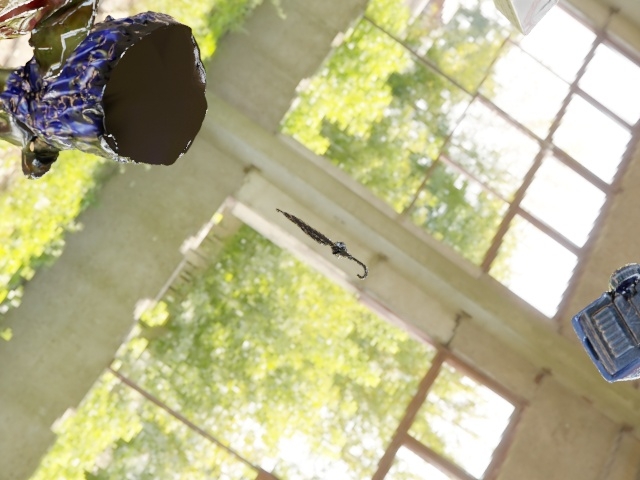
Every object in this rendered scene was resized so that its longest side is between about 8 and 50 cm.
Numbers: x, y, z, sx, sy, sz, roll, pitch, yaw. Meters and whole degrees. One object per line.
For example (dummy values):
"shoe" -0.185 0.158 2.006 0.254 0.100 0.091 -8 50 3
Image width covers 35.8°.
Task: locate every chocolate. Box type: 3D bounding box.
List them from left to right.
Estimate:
"chocolate" -0.262 -0.123 0.820 0.126 0.343 0.148 -36 127 -53

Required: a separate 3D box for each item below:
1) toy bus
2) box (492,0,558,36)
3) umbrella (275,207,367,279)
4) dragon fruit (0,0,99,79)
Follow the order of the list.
"toy bus" 0.322 0.029 0.801 0.236 0.094 0.079 -45 -129 32
"box" 0.261 -0.359 1.072 0.214 0.069 0.353 -46 168 10
"umbrella" 0.001 -0.004 1.088 0.022 0.149 0.022 -16 135 -44
"dragon fruit" -0.136 -0.185 0.294 0.299 0.244 0.244 -55 -176 -5
